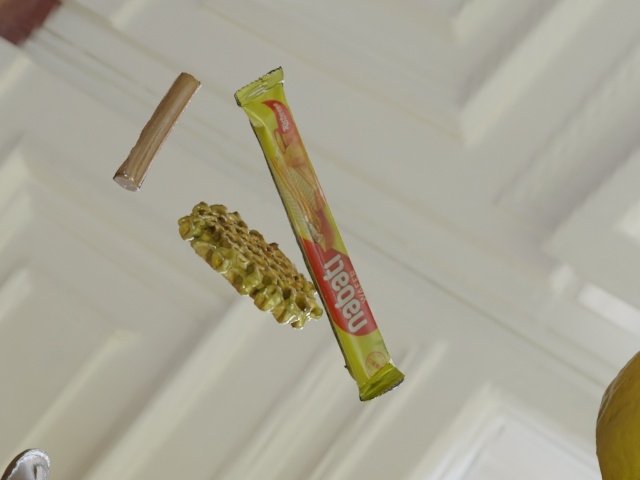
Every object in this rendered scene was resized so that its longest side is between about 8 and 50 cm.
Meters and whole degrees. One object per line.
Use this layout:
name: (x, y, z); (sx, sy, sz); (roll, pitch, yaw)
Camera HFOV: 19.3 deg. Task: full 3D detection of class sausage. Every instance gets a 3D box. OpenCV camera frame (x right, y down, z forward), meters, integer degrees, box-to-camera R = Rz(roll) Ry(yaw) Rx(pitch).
sausage: (-0.139, -0.095, 1.614); (0.116, 0.026, 0.026); (-60, 147, -18)

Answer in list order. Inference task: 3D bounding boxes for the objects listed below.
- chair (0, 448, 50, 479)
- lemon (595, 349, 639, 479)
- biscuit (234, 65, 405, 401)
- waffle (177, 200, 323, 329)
chair: (-0.282, 0.372, 1.683); (0.183, 0.326, 0.175); (-22, 168, 2)
lemon: (0.306, 0.142, 1.171); (0.219, 0.240, 0.240); (-29, 154, 25)
biscuit: (0.000, 0.000, 1.534); (0.048, 0.026, 0.292); (-35, 112, -32)
waffle: (-0.073, 0.024, 1.971); (0.038, 0.191, 0.191); (-49, 147, 11)
